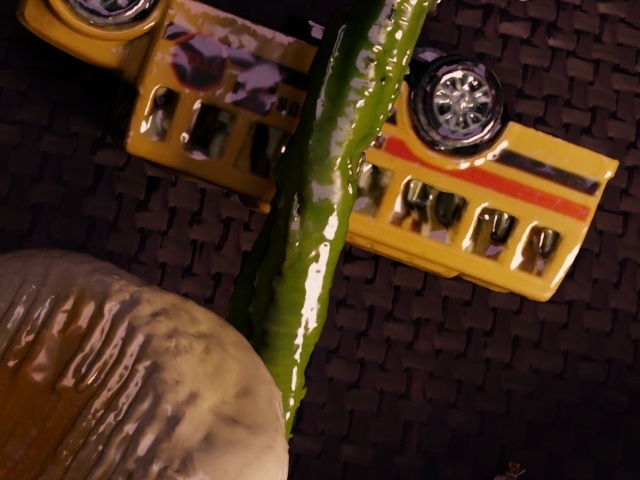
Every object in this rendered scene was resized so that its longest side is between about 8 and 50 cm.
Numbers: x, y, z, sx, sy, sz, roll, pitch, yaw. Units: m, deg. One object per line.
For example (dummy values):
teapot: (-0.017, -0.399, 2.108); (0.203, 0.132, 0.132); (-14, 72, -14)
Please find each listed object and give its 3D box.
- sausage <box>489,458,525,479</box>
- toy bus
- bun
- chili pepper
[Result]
sausage: (0.078, 0.215, 1.107); (0.028, 0.025, 0.198); (12, 69, 32)
toy bus: (-0.010, -0.072, 1.091); (0.335, 0.121, 0.123); (19, 95, -13)
bun: (-0.132, 0.129, 0.972); (0.244, 0.153, 0.244); (-7, 71, 22)
chili pepper: (0.000, -0.001, 1.017); (0.085, 0.076, 0.359); (33, 105, 28)
